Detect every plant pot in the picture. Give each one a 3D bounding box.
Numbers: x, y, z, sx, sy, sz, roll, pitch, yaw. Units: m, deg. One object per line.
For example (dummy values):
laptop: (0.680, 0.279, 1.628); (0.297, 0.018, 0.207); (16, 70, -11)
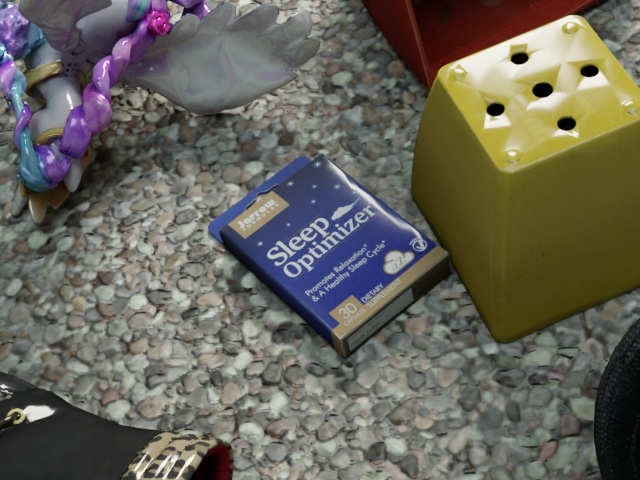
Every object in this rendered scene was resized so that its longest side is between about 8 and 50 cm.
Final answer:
plant pot: (0.136, -0.364, 1.442); (0.267, 0.267, 0.236); (-32, 41, -12)
plant pot: (0.206, -0.073, 1.229); (0.212, 0.187, 0.212); (-22, 51, -6)

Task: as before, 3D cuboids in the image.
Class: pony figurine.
pony figurine: (-0.223, -0.231, 1.428); (0.351, 0.303, 0.363); (-35, 49, 27)

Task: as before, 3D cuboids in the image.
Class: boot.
boot: (-0.256, 0.278, 1.096); (0.284, 0.138, 0.377); (9, 50, 19)

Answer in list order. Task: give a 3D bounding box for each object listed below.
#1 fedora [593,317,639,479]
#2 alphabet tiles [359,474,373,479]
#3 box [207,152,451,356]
fedora: (0.378, 0.133, 1.007); (0.334, 0.334, 0.152); (21, 28, 26)
alphabet tiles: (0.063, 0.318, 1.070); (0.237, 0.009, 0.198); (29, 63, 30)
box: (0.000, 0.000, 1.316); (0.136, 0.036, 0.225); (-38, 53, -17)
